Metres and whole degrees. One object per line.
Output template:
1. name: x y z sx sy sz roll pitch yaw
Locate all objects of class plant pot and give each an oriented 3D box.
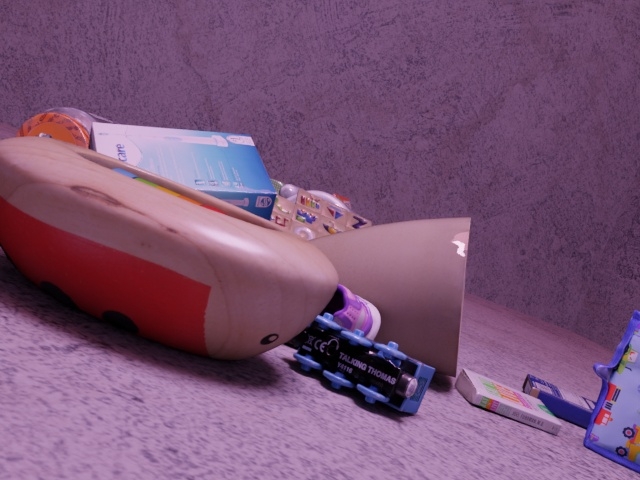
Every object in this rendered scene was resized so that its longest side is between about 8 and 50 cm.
1. plant pot: 0.095 0.076 1.287 0.274 0.256 0.256 6 1 10

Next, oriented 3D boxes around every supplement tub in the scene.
1. supplement tub: -0.517 -0.181 1.695 0.194 0.193 0.316 21 4 2

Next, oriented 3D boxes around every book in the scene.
1. book: 0.289 0.252 1.230 0.144 0.035 0.096 22 7 -9

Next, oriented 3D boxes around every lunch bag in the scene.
1. lunch bag: 0.545 0.251 1.170 0.293 0.220 0.138 22 3 11

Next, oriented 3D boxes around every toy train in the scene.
1. toy train: 0.048 0.152 0.993 0.184 0.080 0.105 21 -6 32

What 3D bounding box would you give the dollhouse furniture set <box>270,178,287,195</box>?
1. dollhouse furniture set: -0.118 -0.046 1.923 0.302 0.197 0.151 18 3 -35

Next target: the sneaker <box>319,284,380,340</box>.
1. sneaker: -0.029 0.081 1.166 0.236 0.095 0.104 18 -15 28

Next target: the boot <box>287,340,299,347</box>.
1. boot: -0.048 0.128 1.093 0.114 0.037 0.106 25 2 -3

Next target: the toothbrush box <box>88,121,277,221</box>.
1. toothbrush box: -0.251 -0.096 1.396 0.296 0.126 0.216 2 35 -23

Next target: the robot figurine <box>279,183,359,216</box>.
1. robot figurine: 0.000 0.000 1.802 0.299 0.200 0.353 64 9 13

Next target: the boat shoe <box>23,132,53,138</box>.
1. boat shoe: -0.452 -0.111 1.345 0.319 0.099 0.116 33 -33 49

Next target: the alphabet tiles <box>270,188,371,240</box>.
1. alphabet tiles: 0.014 0.031 1.519 0.285 0.011 0.342 24 36 -12

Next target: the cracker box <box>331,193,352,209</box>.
1. cracker box: 0.058 0.003 2.053 0.067 0.232 0.156 -18 -7 14

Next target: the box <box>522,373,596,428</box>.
1. box: 0.473 0.305 1.406 0.225 0.036 0.136 20 4 11

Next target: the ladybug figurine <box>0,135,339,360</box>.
1. ladybug figurine: -0.203 0.010 0.927 0.449 0.161 0.305 23 4 14
